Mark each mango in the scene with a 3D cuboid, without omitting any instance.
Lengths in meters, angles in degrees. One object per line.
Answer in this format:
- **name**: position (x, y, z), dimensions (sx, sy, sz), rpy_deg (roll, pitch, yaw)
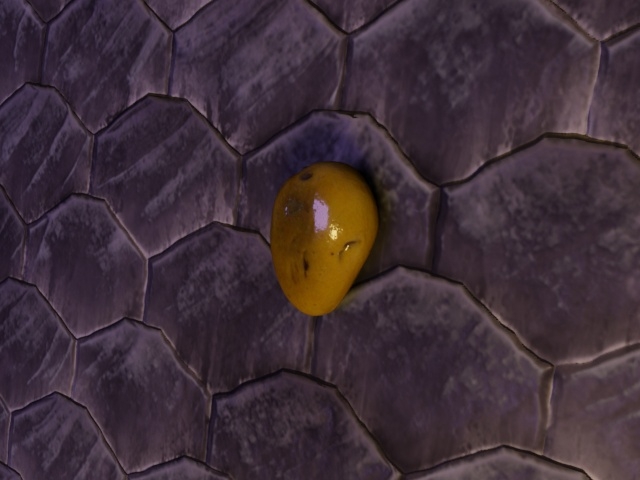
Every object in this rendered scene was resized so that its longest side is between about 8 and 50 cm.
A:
- **mango**: position (0.000, 0.000, 1.177), dimensions (0.137, 0.098, 0.195), rpy_deg (19, 108, 36)
